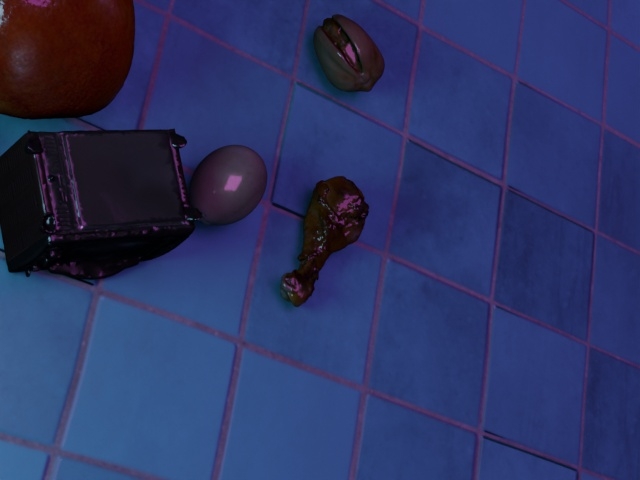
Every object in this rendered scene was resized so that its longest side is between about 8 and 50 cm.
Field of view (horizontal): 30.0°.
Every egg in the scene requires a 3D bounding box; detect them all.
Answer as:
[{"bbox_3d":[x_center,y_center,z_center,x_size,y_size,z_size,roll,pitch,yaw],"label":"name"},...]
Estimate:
[{"bbox_3d":[-0.148,-0.087,1.900,0.114,0.114,0.152,44,57,-15],"label":"egg"}]

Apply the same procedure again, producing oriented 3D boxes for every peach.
[{"bbox_3d":[-0.410,-0.314,1.697,0.332,0.308,0.308,47,52,-35],"label":"peach"}]

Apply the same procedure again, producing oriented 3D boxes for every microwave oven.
[{"bbox_3d":[-0.326,-0.053,1.726,0.247,0.178,0.188,-4,74,-35],"label":"microwave oven"}]

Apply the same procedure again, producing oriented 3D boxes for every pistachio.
[{"bbox_3d":[0.049,-0.333,2.134,0.113,0.113,0.149,-20,80,-38],"label":"pistachio"}]

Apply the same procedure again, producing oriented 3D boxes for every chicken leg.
[{"bbox_3d":[0.000,0.002,2.003,0.107,0.087,0.251,29,64,0],"label":"chicken leg"}]
